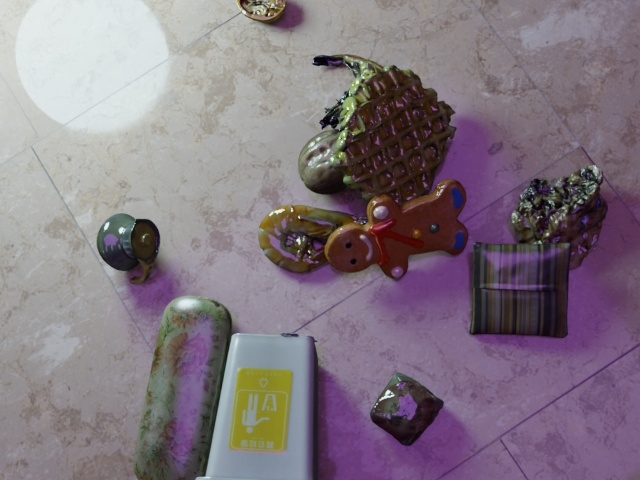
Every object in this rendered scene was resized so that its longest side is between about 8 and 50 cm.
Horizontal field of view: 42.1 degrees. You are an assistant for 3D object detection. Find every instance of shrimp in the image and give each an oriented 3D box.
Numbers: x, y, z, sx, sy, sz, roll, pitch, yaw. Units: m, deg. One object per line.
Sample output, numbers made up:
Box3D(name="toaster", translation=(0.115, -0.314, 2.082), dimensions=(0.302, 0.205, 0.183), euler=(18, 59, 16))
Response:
Box3D(name="shrimp", translation=(0.000, 0.000, 1.865), dimensions=(0.287, 0.063, 0.152), euler=(5, 82, 8))
Box3D(name="shrimp", translation=(0.034, -0.347, 1.898), dimensions=(0.198, 0.051, 0.262), euler=(31, 57, 23))

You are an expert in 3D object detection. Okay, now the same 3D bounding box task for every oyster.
Box3D(name="oyster", translation=(0.533, -0.041, 1.828), dimensions=(0.214, 0.083, 0.223), euler=(-16, 85, 4))

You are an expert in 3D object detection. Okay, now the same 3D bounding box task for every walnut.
Box3D(name="walnut", translation=(-0.140, -0.558, 1.982), dimensions=(0.121, 0.052, 0.091), euler=(17, 80, 5))
Box3D(name="walnut", translation=(0.026, -0.178, 1.860), dimensions=(0.162, 0.140, 0.140), euler=(-40, 79, 18))

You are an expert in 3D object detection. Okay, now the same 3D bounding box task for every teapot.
Box3D(name="teapot", translation=(-0.424, 0.019, 1.864), dimensions=(0.119, 0.130, 0.166), euler=(-4, 112, 33))

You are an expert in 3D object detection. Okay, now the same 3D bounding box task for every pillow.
Box3D(name="pillow", translation=(0.432, 0.107, 1.802), dimensions=(0.212, 0.052, 0.208), euler=(1, 99, 7))

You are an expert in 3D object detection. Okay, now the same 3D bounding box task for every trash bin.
Box3D(name="trash bin", translation=(-0.104, 0.396, 1.724), dimensions=(0.256, 0.296, 0.368), euler=(1, 66, 6))

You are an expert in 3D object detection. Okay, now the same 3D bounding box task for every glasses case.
Box3D(name="glasses case", translation=(-0.298, 0.331, 1.809), dimensions=(0.156, 0.098, 0.425), euler=(8, 81, 10))

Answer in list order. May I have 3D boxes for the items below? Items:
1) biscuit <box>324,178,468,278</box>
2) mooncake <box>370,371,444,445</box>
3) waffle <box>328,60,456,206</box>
Box3D(name="biscuit", translation=(0.168, -0.007, 1.807), dimensions=(0.324, 0.049, 0.205), euler=(-12, 119, -3))
Box3D(name="mooncake", translation=(0.182, 0.363, 1.782), dimensions=(0.125, 0.073, 0.130), euler=(34, 86, 8))
Box3D(name="waffle", translation=(0.164, -0.227, 1.819), dimensions=(0.297, 0.073, 0.317), euler=(25, 80, -30))
